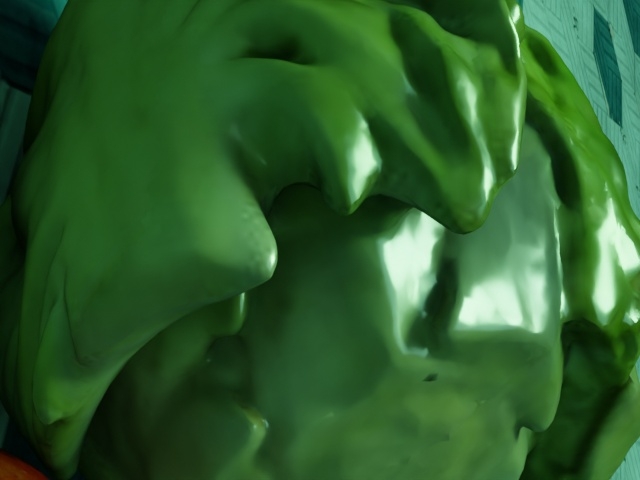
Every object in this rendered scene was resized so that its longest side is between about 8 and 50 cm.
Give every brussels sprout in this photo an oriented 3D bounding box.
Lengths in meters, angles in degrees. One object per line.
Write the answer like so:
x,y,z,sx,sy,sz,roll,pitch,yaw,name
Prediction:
-0.014,-0.008,1.022,0.361,0.342,0.425,60,0,40,brussels sprout

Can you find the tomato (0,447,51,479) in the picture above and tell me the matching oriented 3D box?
-0.152,0.193,0.798,0.200,0.140,0.233,-5,85,-63,tomato
